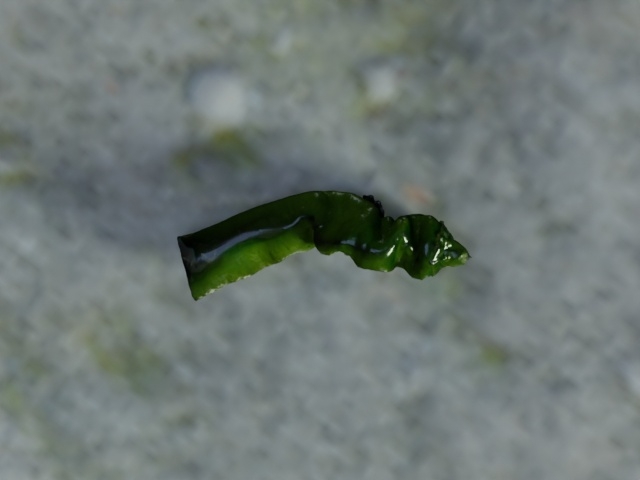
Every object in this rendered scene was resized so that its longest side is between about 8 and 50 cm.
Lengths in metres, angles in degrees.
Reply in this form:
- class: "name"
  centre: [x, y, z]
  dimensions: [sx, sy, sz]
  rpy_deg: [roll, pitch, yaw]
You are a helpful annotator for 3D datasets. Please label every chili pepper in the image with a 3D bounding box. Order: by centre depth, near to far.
- class: "chili pepper"
  centre: [0.000, 0.000, 0.439]
  dimensions: [0.083, 0.022, 0.027]
  rpy_deg: [-4, 63, 12]
